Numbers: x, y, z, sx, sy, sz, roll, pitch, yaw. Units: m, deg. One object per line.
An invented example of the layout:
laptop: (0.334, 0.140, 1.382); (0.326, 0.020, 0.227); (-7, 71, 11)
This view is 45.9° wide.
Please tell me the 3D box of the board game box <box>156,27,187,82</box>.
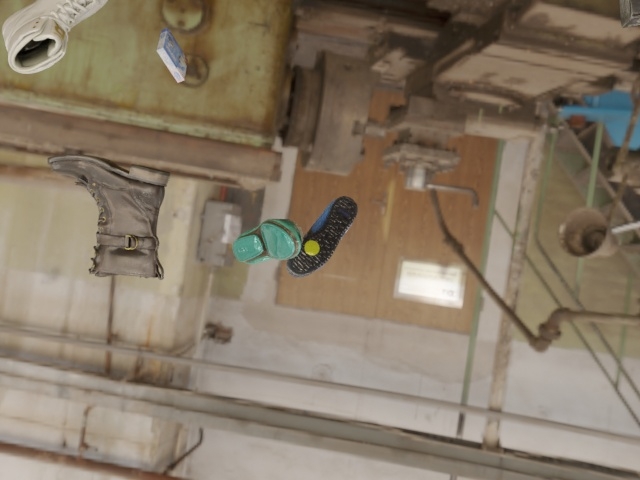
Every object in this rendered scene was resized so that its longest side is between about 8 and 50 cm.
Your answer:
board game box: (-0.331, -0.415, 1.693); (0.020, 0.090, 0.090); (-18, 132, 15)

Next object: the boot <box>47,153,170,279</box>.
boot: (-0.415, -0.042, 1.457); (0.263, 0.229, 0.091); (12, -175, 5)

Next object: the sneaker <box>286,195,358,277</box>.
sneaker: (0.000, 0.000, 1.549); (0.069, 0.209, 0.082); (39, 158, -3)

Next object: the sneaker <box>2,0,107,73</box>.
sneaker: (-0.501, -0.442, 1.500); (0.108, 0.292, 0.169); (45, -167, -44)

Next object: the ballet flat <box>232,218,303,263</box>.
ballet flat: (-0.085, -0.005, 1.473); (0.087, 0.083, 0.247); (-24, -174, -32)

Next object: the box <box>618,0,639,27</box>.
box: (0.542, -0.438, 1.175); (0.147, 0.180, 0.077); (-6, -177, 10)
